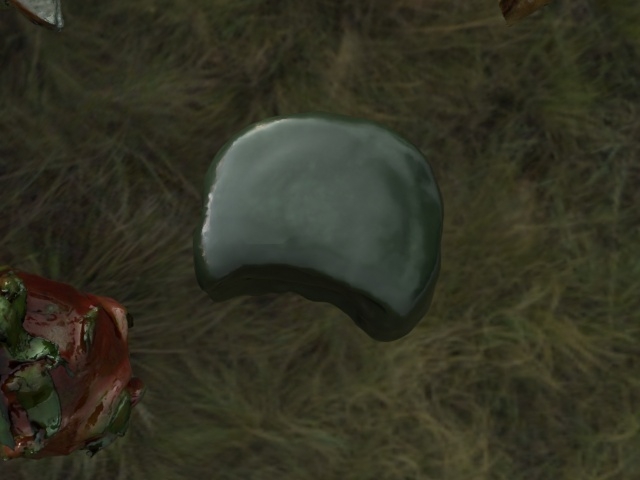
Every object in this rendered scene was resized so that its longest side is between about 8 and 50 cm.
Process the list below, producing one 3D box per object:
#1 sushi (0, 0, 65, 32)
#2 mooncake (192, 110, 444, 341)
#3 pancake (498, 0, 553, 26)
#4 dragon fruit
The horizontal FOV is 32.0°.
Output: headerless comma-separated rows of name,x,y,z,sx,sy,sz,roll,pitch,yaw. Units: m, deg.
sushi,-0.293,-0.269,0.919,0.134,0.273,0.109,-35,141,-6
mooncake,0.000,0.000,0.763,0.175,0.104,0.168,42,67,16
pancake,0.228,-0.312,1.057,0.056,0.257,0.212,20,76,-24
dragon fruit,-0.259,0.117,0.985,0.200,0.269,0.198,43,82,0
